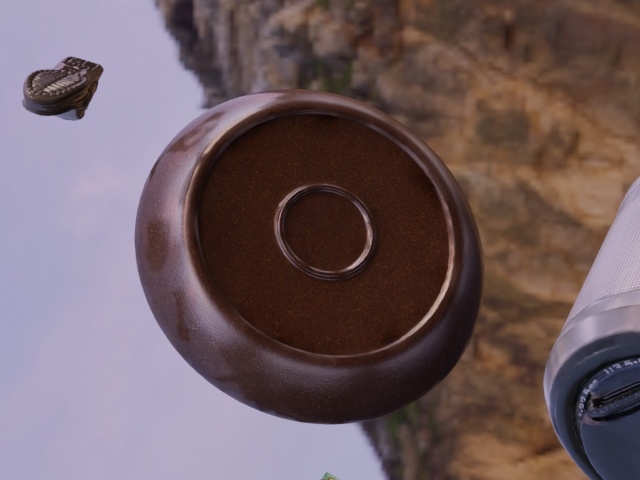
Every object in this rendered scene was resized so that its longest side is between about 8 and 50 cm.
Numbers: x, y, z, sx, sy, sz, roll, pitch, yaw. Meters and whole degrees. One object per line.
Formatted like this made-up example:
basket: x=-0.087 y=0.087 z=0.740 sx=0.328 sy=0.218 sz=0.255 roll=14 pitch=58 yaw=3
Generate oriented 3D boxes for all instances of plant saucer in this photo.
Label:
plant saucer: x=0.000 y=0.000 z=1.362 sx=0.050 sy=0.310 sz=0.311 roll=122 pitch=171 yaw=-63

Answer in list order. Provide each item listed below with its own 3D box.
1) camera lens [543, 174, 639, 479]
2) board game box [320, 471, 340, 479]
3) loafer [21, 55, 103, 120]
camera lens: x=0.299 y=0.058 z=1.165 sx=0.274 sy=0.219 sz=0.219 roll=-57 pitch=-38 yaw=-40
board game box: x=-0.043 y=0.399 z=1.822 sx=0.260 sy=0.030 sz=0.136 roll=-50 pitch=-38 yaw=-23
loafer: x=-0.242 y=-0.137 z=1.531 sx=0.148 sy=0.056 sz=0.050 roll=-51 pitch=-26 yaw=-69
